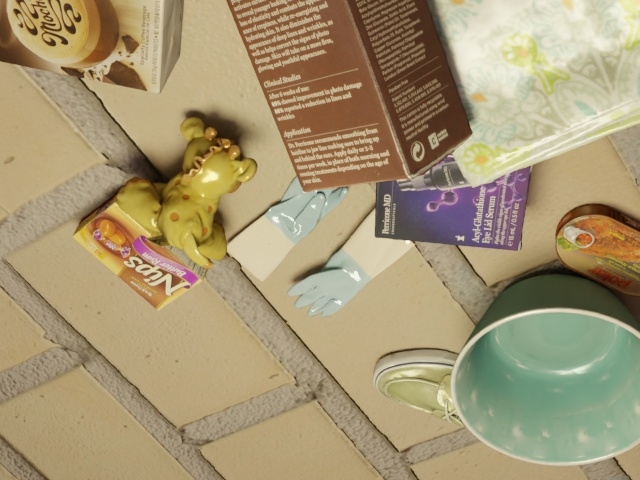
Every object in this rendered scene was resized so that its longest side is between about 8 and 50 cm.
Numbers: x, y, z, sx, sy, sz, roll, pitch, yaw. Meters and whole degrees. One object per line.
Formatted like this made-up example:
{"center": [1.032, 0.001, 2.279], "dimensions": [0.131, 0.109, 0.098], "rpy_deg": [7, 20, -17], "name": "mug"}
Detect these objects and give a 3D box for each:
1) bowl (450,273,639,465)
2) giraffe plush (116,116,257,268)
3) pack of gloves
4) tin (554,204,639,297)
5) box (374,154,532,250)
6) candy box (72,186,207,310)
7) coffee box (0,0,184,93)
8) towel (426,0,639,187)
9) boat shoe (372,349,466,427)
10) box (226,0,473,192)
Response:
{"center": [0.353, 0.171, 1.550], "dimensions": [0.312, 0.163, 0.311], "rpy_deg": [5, 128, 7], "name": "bowl"}
{"center": [-0.176, -0.077, 1.481], "dimensions": [0.181, 0.210, 0.170], "rpy_deg": [32, 96, -9], "name": "giraffe plush"}
{"center": [0.000, 0.000, 1.578], "dimensions": [0.195, 0.046, 0.232], "rpy_deg": [43, 120, -7], "name": "pack of gloves"}
{"center": [0.428, 0.016, 1.502], "dimensions": [0.190, 0.040, 0.106], "rpy_deg": [26, 122, -9], "name": "tin"}
{"center": [0.181, -0.083, 1.429], "dimensions": [0.207, 0.108, 0.153], "rpy_deg": [4, 127, 7], "name": "box"}
{"center": [-0.279, 0.015, 1.622], "dimensions": [0.109, 0.053, 0.186], "rpy_deg": [-33, 113, 29], "name": "candy box"}
{"center": [-0.334, -0.314, 1.346], "dimensions": [0.297, 0.118, 0.168], "rpy_deg": [11, 128, 2], "name": "coffee box"}
{"center": [0.237, -0.277, 1.213], "dimensions": [0.321, 0.090, 0.374], "rpy_deg": [-23, 99, 29], "name": "towel"}
{"center": [0.232, 0.251, 1.674], "dimensions": [0.302, 0.094, 0.109], "rpy_deg": [8, 127, 4], "name": "boat shoe"}
{"center": [0.013, -0.259, 1.218], "dimensions": [0.191, 0.143, 0.381], "rpy_deg": [-4, 115, 47], "name": "box"}
